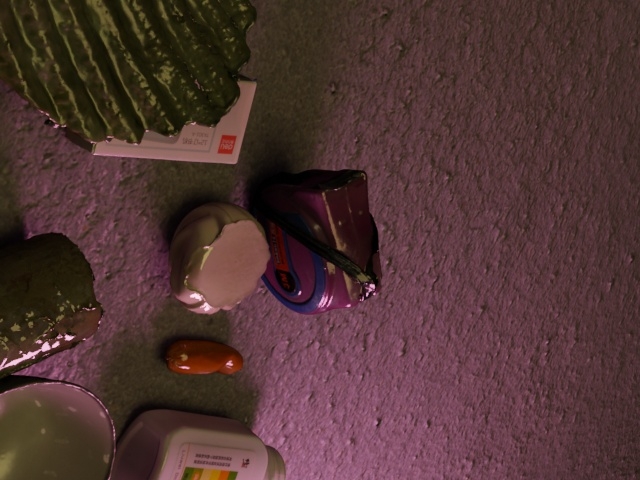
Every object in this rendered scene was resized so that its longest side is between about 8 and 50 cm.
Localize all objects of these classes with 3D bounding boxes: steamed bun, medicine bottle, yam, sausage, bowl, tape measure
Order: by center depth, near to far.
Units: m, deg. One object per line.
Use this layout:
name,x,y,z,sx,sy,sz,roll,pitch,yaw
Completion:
yam,-0.450,0.108,1.448,0.304,0.168,0.168,-23,128,-35
bowl,-0.467,0.305,1.550,0.337,0.157,0.337,-26,132,-32
steamed bun,-0.166,0.023,1.740,0.183,0.106,0.183,-29,133,-36
tape measure,0.000,0.000,1.789,0.149,0.245,0.231,-28,114,-35
sausage,-0.193,0.194,1.854,0.062,0.054,0.183,-40,151,28
medicine bottle,-0.201,0.392,1.912,0.324,0.124,0.179,21,97,-51

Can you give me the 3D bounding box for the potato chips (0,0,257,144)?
potato chips,-0.239,-0.304,1.393,0.389,0.097,0.373,43,66,-41

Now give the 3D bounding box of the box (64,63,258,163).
box,-0.219,-0.187,1.577,0.269,0.079,0.135,0,112,-46
